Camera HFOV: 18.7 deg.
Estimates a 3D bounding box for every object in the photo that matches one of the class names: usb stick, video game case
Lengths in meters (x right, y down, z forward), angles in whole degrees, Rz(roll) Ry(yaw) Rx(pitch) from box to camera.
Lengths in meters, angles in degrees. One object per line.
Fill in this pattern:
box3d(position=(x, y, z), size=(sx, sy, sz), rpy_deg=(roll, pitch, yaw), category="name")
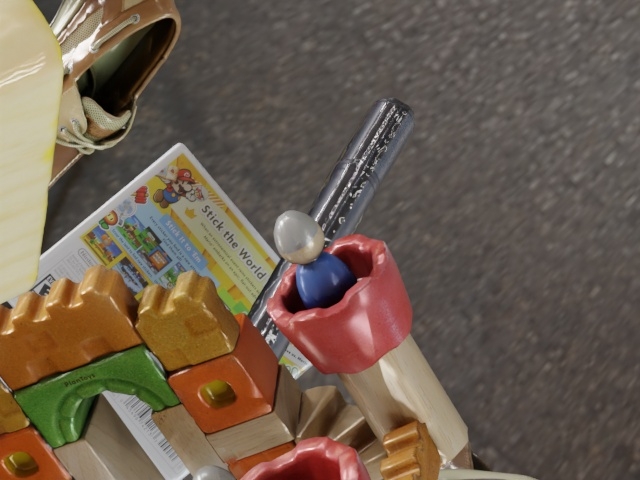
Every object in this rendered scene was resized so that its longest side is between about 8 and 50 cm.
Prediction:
box3d(position=(0.000, 0.000, 1.617), size=(0.045, 0.278, 0.077), rpy_deg=(32, 161, -3), category="usb stick")
box3d(position=(-0.128, 0.064, 1.697), size=(0.206, 0.026, 0.227), rpy_deg=(-41, 93, -14), category="video game case")

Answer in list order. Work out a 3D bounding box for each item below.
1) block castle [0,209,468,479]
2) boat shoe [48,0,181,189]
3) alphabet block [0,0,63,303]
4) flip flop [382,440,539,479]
box3d(position=(-0.144, 0.174, 1.200), size=(0.453, 0.303, 0.213), rpy_deg=(-22, 117, 20), category="block castle")
box3d(position=(-0.257, -0.154, 2.054), size=(0.324, 0.123, 0.120), rpy_deg=(-55, 51, 24), category="boat shoe")
box3d(position=(-0.237, -0.056, 0.770), size=(0.193, 0.197, 0.192), rpy_deg=(55, 155, 18), category="alphabet block")
box3d(position=(0.124, 0.209, 1.632), size=(0.277, 0.080, 0.112), rpy_deg=(-4, 126, 57), category="flip flop")
